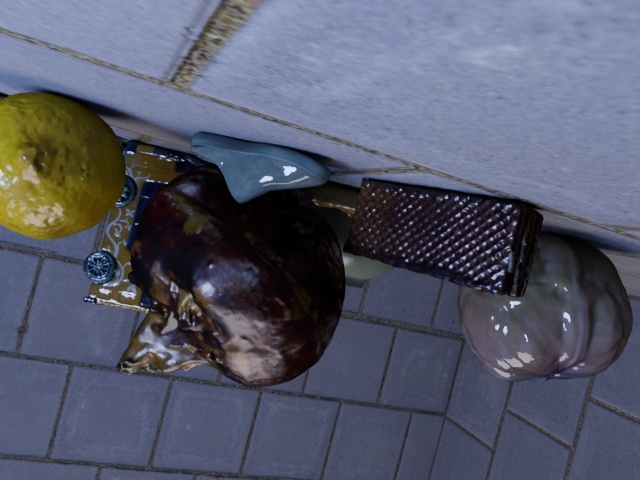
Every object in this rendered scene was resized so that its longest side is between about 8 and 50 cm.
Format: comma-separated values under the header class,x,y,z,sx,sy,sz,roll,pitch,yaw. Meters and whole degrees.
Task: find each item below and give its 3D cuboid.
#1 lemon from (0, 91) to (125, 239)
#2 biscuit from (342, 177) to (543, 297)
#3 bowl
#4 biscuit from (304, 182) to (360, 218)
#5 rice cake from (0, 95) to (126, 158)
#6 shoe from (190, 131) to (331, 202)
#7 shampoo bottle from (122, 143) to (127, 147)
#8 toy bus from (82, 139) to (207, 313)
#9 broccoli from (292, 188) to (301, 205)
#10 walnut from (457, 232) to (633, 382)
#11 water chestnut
class,x,y,z,sx,sy,sz,roll,pitch,yaw
lemon,-0.351,-0.094,0.735,0.189,0.188,0.257,14,175,-11
biscuit,0.141,-0.010,0.710,0.252,0.106,0.070,16,-177,43
bowl,0.036,0.000,1.305,0.354,0.185,0.354,14,180,0
biscuit,0.094,-0.053,0.940,0.208,0.047,0.164,15,-178,37
rice cake,-0.461,-0.188,0.999,0.066,0.062,0.336,25,-175,19
shoe,-0.083,-0.082,0.705,0.195,0.078,0.079,18,-179,21
shampoo bottle,-0.456,-0.173,1.228,0.323,0.084,0.129,13,-162,-45
toy bus,-0.327,-0.017,1.129,0.194,0.323,0.162,13,173,1
broccoli,-0.092,0.040,1.068,0.254,0.186,0.302,50,162,-12
walnut,0.336,0.100,0.868,0.249,0.248,0.248,14,180,0
water chestnut,-0.141,0.068,0.799,0.347,0.335,0.335,-34,-159,-20
